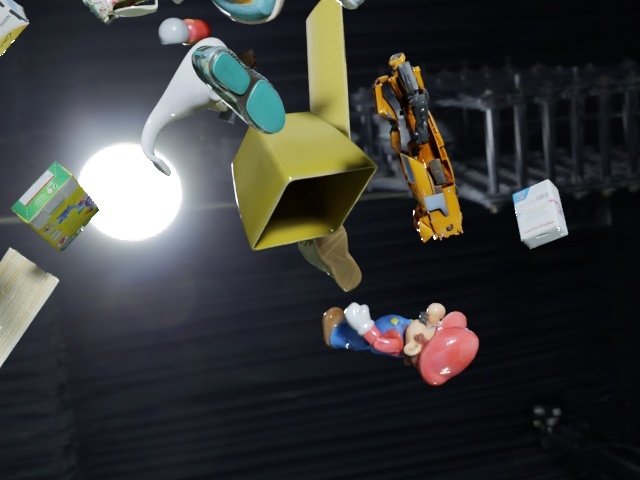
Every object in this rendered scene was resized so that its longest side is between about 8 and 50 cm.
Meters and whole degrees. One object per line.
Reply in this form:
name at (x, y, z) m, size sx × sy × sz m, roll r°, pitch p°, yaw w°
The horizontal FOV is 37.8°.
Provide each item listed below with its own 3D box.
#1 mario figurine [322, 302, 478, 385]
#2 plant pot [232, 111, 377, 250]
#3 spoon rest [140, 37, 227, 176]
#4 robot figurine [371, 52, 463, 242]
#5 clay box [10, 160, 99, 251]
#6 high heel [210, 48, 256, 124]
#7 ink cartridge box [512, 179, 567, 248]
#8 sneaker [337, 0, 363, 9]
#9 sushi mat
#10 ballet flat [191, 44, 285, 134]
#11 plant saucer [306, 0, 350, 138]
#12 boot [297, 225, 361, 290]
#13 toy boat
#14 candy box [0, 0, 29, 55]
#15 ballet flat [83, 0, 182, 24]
mario figurine at (0.165, 0.164, 1.802) m, size 0.320 × 0.198 × 0.170 m, roll 6°, pitch -59°, yaw 42°
plant pot at (-0.056, -0.131, 1.817) m, size 0.187 × 0.212 × 0.212 m, roll 58°, pitch -40°, yaw 25°
spoon rest at (-0.248, -0.253, 1.724) m, size 0.276 × 0.084 × 0.137 m, roll -61°, pitch 152°, yaw -17°
robot figurine at (0.151, -0.150, 1.479) m, size 0.211 × 0.085 × 0.291 m, roll -85°, pitch 156°, yaw -81°
clay box at (-0.527, -0.062, 1.880) m, size 0.053 × 0.127 × 0.222 m, roll 38°, pitch -12°, yaw 11°
high heel at (-0.218, -0.386, 2.150) m, size 0.261 × 0.093 × 0.186 m, roll 35°, pitch 75°, yaw -78°
ink cartridge box at (0.472, -0.056, 2.010) m, size 0.052 × 0.088 × 0.123 m, roll 36°, pitch 41°, yaw -42°
sneaker at (-0.011, -0.474, 1.506) m, size 0.086 × 0.237 × 0.085 m, roll -54°, pitch -161°, yaw 3°
sushi mat at (-0.705, 0.180, 2.005) m, size 0.317 × 0.151 × 0.019 m, roll -58°, pitch 164°, yaw -12°
ballet flat at (-0.115, -0.212, 1.296) m, size 0.188 × 0.070 × 0.070 m, roll 46°, pitch 23°, yaw -52°
plant saucer at (0.020, -0.324, 2.025) m, size 0.333 × 0.080 × 0.333 m, roll 79°, pitch 9°, yaw -72°
boot at (0.000, 0.000, 2.542) m, size 0.203 × 0.095 × 0.262 m, roll 36°, pitch -21°, yaw 52°
toy boat at (-0.222, -0.536, 2.006) m, size 0.267 × 0.148 × 0.318 m, roll 50°, pitch -59°, yaw 8°
candy box at (-0.646, -0.394, 1.599) m, size 0.233 × 0.159 × 0.071 m, roll 33°, pitch 17°, yaw -46°
ballet flat at (-0.274, -0.421, 1.554) m, size 0.077 × 0.240 × 0.091 m, roll 64°, pitch -13°, yaw 9°
